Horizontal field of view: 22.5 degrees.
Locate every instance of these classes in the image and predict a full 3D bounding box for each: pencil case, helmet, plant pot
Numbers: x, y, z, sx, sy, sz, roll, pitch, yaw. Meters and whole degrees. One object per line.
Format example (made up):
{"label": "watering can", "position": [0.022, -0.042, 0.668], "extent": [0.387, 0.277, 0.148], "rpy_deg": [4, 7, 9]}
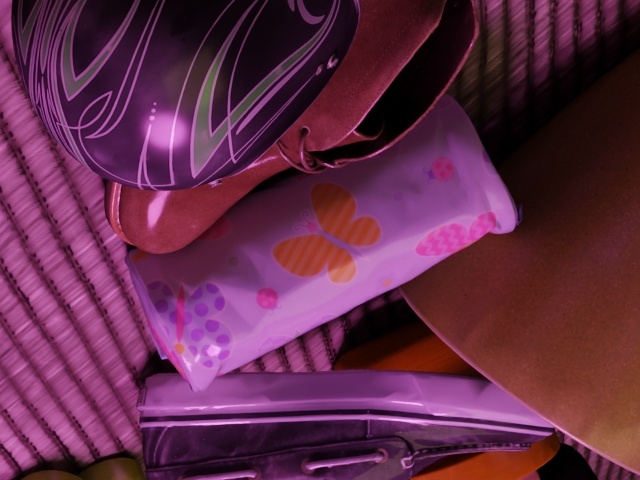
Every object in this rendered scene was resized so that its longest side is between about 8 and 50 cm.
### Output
{"label": "pencil case", "position": [0.000, 0.000, 1.124], "extent": [0.273, 0.113, 0.124], "rpy_deg": [-28, -179, -7]}
{"label": "helmet", "position": [-0.079, -0.109, 0.827], "extent": [0.161, 0.169, 0.169], "rpy_deg": [-45, 152, -7]}
{"label": "plant pot", "position": [0.253, -0.013, 1.224], "extent": [0.293, 0.275, 0.275], "rpy_deg": [-56, 146, 11]}

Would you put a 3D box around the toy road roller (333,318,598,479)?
{"label": "toy road roller", "position": [0.100, 0.183, 1.472], "extent": [0.202, 0.240, 0.329], "rpy_deg": [-22, -173, -15]}

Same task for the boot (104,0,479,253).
{"label": "boot", "position": [-0.025, -0.076, 0.979], "extent": [0.112, 0.115, 0.305], "rpy_deg": [2, 139, -49]}

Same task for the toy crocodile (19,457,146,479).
{"label": "toy crocodile", "position": [-0.154, 0.277, 1.416], "extent": [0.105, 0.115, 0.340], "rpy_deg": [-32, 150, 13]}

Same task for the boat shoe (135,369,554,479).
{"label": "boat shoe", "position": [0.023, 0.163, 1.272], "extent": [0.335, 0.119, 0.121], "rpy_deg": [-1, 174, 3]}
